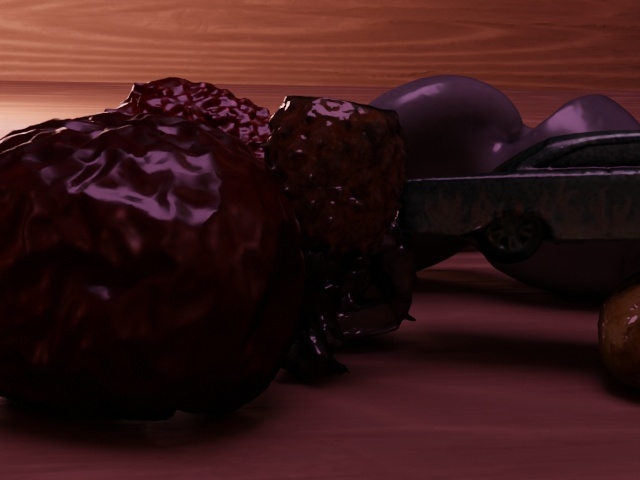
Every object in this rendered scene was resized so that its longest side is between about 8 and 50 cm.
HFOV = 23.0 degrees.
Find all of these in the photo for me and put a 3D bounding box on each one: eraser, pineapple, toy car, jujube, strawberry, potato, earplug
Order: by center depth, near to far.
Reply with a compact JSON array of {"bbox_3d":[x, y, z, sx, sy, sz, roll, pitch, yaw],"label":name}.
[{"bbox_3d":[-0.128,0.012,1.009,0.232,0.212,0.213,7,12,20],"label":"jujube"},{"bbox_3d":[0.000,0.000,1.097,0.108,0.197,0.108,10,-3,1],"label":"pineapple"},{"bbox_3d":[0.252,0.062,1.124,0.107,0.080,0.170,19,14,18],"label":"potato"},{"bbox_3d":[0.220,-0.032,1.162,0.321,0.097,0.141,-1,1,9],"label":"toy car"},{"bbox_3d":[-0.055,0.005,1.299,0.155,0.101,0.332,-3,12,-24],"label":"eraser"},{"bbox_3d":[-0.083,-0.091,1.309,0.208,0.087,0.167,3,9,-2],"label":"strawberry"},{"bbox_3d":[0.153,-0.040,1.394,0.326,0.214,0.175,3,46,1],"label":"earplug"}]
